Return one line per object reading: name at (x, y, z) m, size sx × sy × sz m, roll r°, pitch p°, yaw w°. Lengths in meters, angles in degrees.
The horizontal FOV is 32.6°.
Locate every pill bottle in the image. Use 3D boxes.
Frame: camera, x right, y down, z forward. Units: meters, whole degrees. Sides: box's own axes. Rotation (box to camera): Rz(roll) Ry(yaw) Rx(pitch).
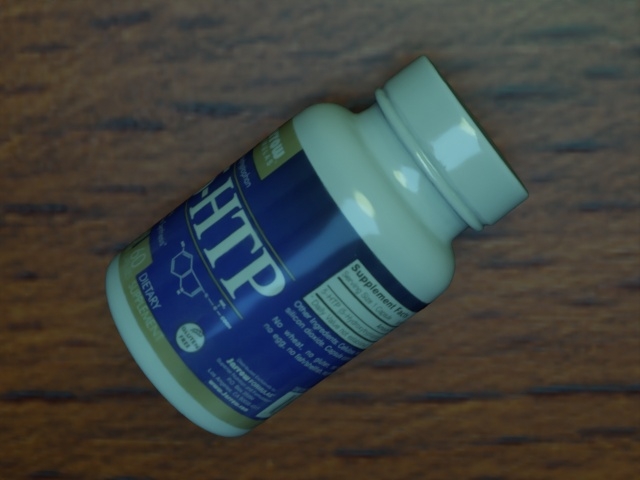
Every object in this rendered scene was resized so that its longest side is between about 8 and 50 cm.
pill bottle at (0.000, 0.000, 0.528) m, size 0.186 × 0.112 × 0.112 m, roll -37°, pitch 97°, yaw 11°
